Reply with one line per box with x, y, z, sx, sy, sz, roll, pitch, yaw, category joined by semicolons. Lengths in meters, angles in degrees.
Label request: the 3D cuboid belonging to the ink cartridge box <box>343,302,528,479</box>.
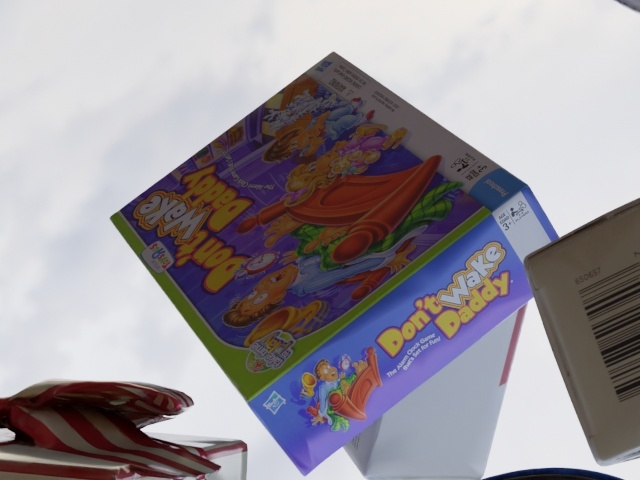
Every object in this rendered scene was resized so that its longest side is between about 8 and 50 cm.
0.058;0.056;1.461;0.273;0.114;0.197;-132;-130;-60;ink cartridge box

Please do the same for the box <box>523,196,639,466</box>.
0.229;0.036;0.858;0.094;0.113;0.275;-30;161;38;box

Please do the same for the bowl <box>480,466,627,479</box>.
0.192;0.369;1.581;0.391;0.077;0.391;-15;-143;12;bowl

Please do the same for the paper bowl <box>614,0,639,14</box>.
0.316;-0.294;1.249;0.284;0.148;0.284;-7;-134;7;paper bowl

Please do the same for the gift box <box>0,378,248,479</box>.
-0.174;0.199;0.899;0.255;0.258;0.276;2;177;9;gift box

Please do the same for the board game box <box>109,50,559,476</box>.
0.000;0.000;1.260;0.233;0.078;0.347;-38;-150;-5;board game box
